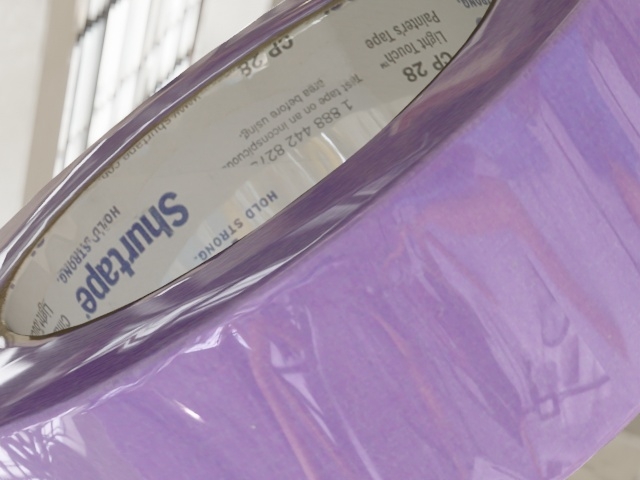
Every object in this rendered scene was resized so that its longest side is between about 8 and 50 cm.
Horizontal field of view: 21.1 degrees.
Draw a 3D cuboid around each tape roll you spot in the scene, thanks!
[{"bbox_3d":[0.000,0.000,0.531,0.090,0.275,0.275,53,-159,-19],"label":"tape roll"}]
